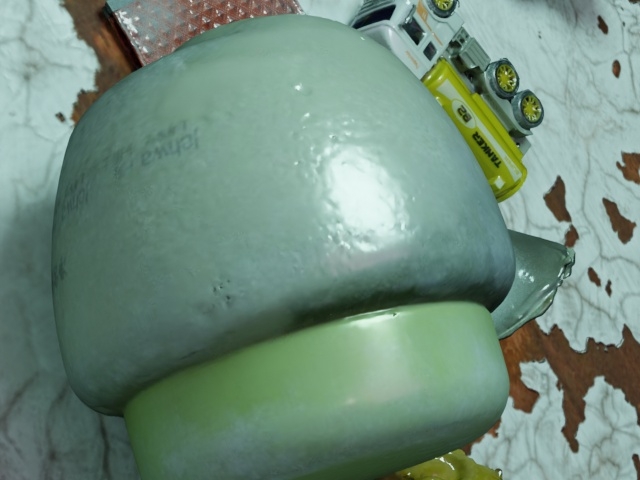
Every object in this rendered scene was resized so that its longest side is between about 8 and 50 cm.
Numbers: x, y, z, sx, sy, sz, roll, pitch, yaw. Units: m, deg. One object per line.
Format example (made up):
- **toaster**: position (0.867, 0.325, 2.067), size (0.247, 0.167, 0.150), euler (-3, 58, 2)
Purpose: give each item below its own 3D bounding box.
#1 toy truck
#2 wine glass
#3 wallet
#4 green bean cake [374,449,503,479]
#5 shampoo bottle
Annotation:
- **toy truck**: position (0.117, -0.138, 1.307), size (0.227, 0.098, 0.114), euler (49, 56, -22)
- **wine glass**: position (0.100, -0.028, 1.231), size (0.232, 0.156, 0.156), euler (49, 50, -15)
- **wallet**: position (-0.095, -0.193, 1.187), size (0.196, 0.020, 0.103), euler (-39, 103, -42)
- **green bean cake**: position (0.089, 0.279, 1.080), size (0.224, 0.131, 0.229), euler (30, 46, 3)
- **shampoo bottle**: position (-0.031, 0.020, 0.977), size (0.322, 0.322, 0.317), euler (-6, 71, -43)
